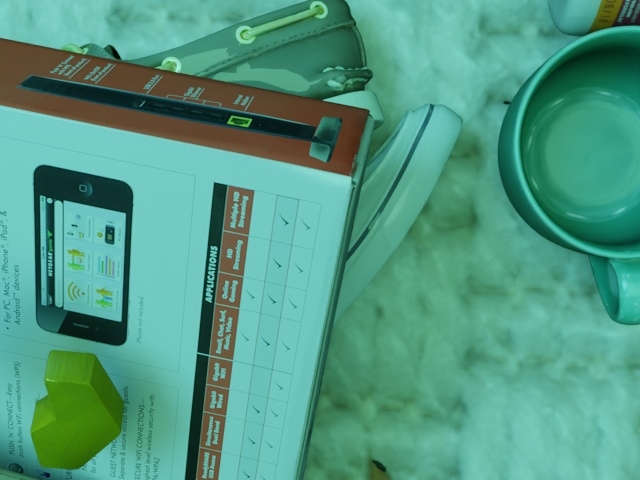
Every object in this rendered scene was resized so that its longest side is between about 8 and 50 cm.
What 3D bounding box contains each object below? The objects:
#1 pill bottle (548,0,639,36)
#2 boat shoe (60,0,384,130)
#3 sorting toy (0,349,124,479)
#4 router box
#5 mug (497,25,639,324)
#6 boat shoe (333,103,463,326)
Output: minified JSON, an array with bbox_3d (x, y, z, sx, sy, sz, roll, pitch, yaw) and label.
[{"bbox_3d":[0.255,-0.179,0.500,0.221,0.121,0.121,3,91,4],"label":"pill bottle"},{"bbox_3d":[-0.117,-0.079,0.535,0.305,0.109,0.091,-13,89,-2],"label":"boat shoe"},{"bbox_3d":[-0.199,0.140,0.434,0.229,0.041,0.307,32,118,-29],"label":"sorting toy"},{"bbox_3d":[-0.149,0.064,0.472,0.301,0.082,0.335,12,121,3],"label":"router box"},{"bbox_3d":[0.168,-0.043,0.520,0.129,0.097,0.157,26,93,2],"label":"mug"},{"bbox_3d":[0.000,0.000,0.535,0.076,0.083,0.226,33,93,-4],"label":"boat shoe"}]
